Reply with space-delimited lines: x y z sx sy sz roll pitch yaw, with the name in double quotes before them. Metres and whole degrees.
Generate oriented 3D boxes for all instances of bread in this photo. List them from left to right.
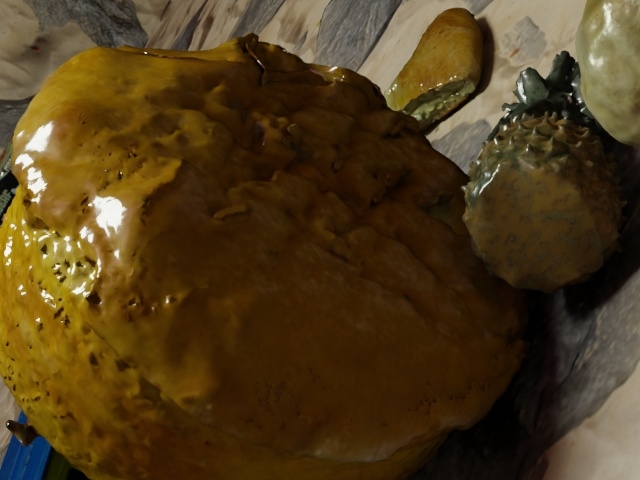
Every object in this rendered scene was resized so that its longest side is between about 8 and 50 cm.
"bread" -0.037 0.027 1.163 0.215 0.398 0.398 -55 16 34
"bread" 0.115 -0.158 1.562 0.154 0.054 0.136 -62 20 -1

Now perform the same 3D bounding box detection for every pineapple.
"pineapple" 0.169 -0.063 1.177 0.125 0.125 0.251 -50 9 28

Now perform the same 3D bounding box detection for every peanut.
"peanut" 0.250 -0.164 1.062 0.224 0.129 0.129 -63 17 -15

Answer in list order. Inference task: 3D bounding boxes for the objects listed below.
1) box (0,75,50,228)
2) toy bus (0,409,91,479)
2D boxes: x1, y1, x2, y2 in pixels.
"box" -0.212 -0.020 1.800 0.198 0.310 0.084 -56 19 8
"toy bus" -0.235 0.271 1.600 0.138 0.175 0.287 -49 20 35
